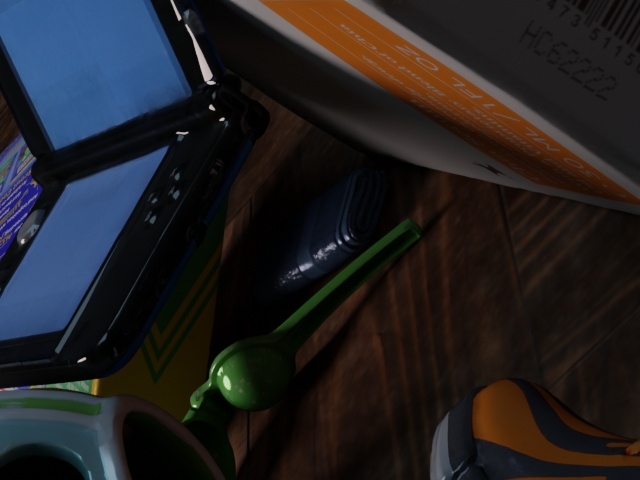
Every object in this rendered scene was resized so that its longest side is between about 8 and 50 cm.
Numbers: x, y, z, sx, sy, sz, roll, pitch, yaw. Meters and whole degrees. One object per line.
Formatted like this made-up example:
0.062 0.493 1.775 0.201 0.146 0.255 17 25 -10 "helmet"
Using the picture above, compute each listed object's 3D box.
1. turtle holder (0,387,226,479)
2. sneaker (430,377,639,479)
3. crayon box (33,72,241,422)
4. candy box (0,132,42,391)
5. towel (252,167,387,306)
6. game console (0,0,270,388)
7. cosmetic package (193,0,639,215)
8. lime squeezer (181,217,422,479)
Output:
-0.157 0.217 0.927 0.227 0.243 0.320 -34 26 15 "turtle holder"
0.161 0.107 0.587 0.180 0.124 0.321 -50 33 10 "sneaker"
-0.141 0.032 1.262 0.203 0.083 0.323 -160 77 -69 "crayon box"
-0.246 0.015 1.576 0.268 0.122 0.317 -40 26 37 "candy box"
0.000 0.000 1.182 0.119 0.029 0.067 -33 32 46 "towel"
-0.176 -0.060 1.030 0.293 0.173 0.250 -13 45 61 "game console"
0.055 -0.153 0.997 0.161 0.230 0.453 -60 20 -3 "cosmetic package"
-0.047 0.111 1.096 0.310 0.059 0.110 -61 21 -10 "lime squeezer"
